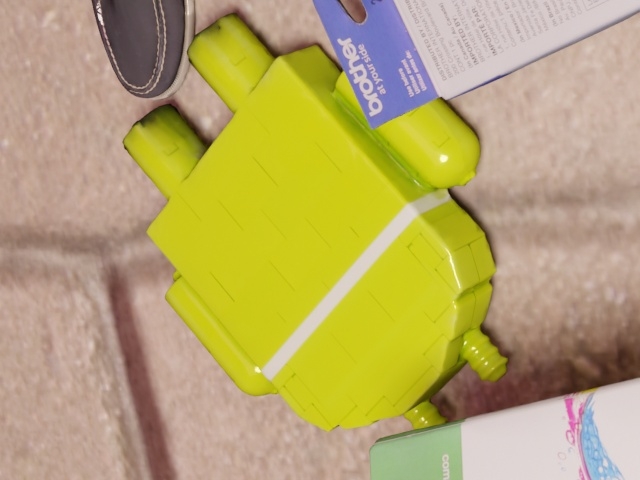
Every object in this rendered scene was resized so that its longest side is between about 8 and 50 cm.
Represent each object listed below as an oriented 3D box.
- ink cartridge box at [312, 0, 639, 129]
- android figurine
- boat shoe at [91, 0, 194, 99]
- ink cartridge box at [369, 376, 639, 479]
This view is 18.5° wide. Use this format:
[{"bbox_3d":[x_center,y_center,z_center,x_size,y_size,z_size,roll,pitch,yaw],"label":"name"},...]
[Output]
[{"bbox_3d":[0.118,-0.198,1.034,0.311,0.065,0.186,-24,92,34],"label":"ink cartridge box"},{"bbox_3d":[0.000,0.000,1.188,0.273,0.056,0.248,47,126,12],"label":"android figurine"},{"bbox_3d":[-0.130,-0.182,1.206,0.075,0.065,0.206,3,108,33],"label":"boat shoe"},{"bbox_3d":[0.195,0.148,1.002,0.278,0.201,0.117,-18,64,37],"label":"ink cartridge box"}]
